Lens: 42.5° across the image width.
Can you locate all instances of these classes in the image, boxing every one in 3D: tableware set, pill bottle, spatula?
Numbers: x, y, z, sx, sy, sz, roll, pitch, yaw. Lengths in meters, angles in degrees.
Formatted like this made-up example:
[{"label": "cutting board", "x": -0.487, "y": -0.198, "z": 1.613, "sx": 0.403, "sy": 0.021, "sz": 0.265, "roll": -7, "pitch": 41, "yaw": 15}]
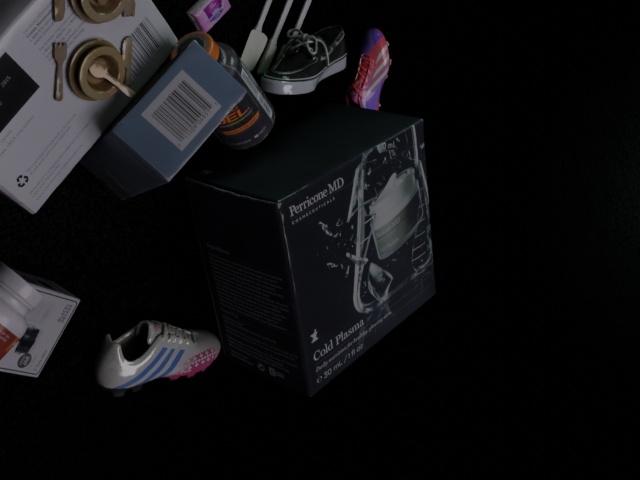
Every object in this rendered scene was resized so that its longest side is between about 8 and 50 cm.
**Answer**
[{"label": "tableware set", "x": -0.289, "y": -0.276, "z": 1.096, "sx": 0.128, "sy": 0.039, "sz": 0.194, "roll": -22, "pitch": 130, "yaw": -46}, {"label": "pill bottle", "x": -0.191, "y": -0.290, "z": 1.577, "sx": 0.130, "sy": 0.130, "sz": 0.245, "roll": -55, "pitch": 147, "yaw": -11}, {"label": "spatula", "x": -0.082, "y": -0.455, "z": 1.714, "sx": 0.168, "sy": 0.019, "sz": 0.242, "roll": 12, "pitch": 104, "yaw": -56}, {"label": "pill bottle", "x": -0.531, "y": 0.140, "z": 1.253, "sx": 0.216, "sy": 0.121, "sz": 0.121, "roll": -50, "pitch": 146, "yaw": -17}]

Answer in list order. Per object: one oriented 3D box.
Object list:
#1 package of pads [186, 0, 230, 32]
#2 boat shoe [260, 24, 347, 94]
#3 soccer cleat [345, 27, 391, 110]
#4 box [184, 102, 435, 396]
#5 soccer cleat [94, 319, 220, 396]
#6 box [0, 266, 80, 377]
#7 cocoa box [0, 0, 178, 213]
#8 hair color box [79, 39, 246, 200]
[{"label": "package of pads", "x": -0.209, "y": -0.431, "z": 1.537, "sx": 0.083, "sy": 0.032, "sz": 0.050, "roll": -51, "pitch": 148, "yaw": -18}, {"label": "boat shoe", "x": -0.027, "y": -0.388, "z": 1.732, "sx": 0.306, "sy": 0.113, "sz": 0.104, "roll": -36, "pitch": 138, "yaw": -49}, {"label": "soccer cleat", "x": 0.107, "y": -0.385, "z": 1.985, "sx": 0.095, "sy": 0.083, "sz": 0.248, "roll": -25, "pitch": 135, "yaw": -38}, {"label": "box", "x": 0.000, "y": 0.000, "z": 1.851, "sx": 0.480, "sy": 0.298, "sz": 0.471, "roll": -34, "pitch": 126, "yaw": -38}, {"label": "soccer cleat", "x": -0.334, "y": 0.229, "z": 1.773, "sx": 0.331, "sy": 0.116, "sz": 0.143, "roll": -15, "pitch": 125, "yaw": -50}, {"label": "box", "x": -0.568, "y": 0.122, "z": 1.387, "sx": 0.169, "sy": 0.087, "sz": 0.290, "roll": -62, "pitch": 149, "yaw": -1}, {"label": "cocoa box", "x": -0.427, "y": -0.262, "z": 1.166, "sx": 0.347, "sy": 0.228, "sz": 0.231, "roll": -54, "pitch": 147, "yaw": -13}, {"label": "hair color box", "x": -0.270, "y": -0.180, "z": 1.333, "sx": 0.113, "sy": 0.374, "sz": 0.185, "roll": 43, "pitch": 73, "yaw": -16}]
